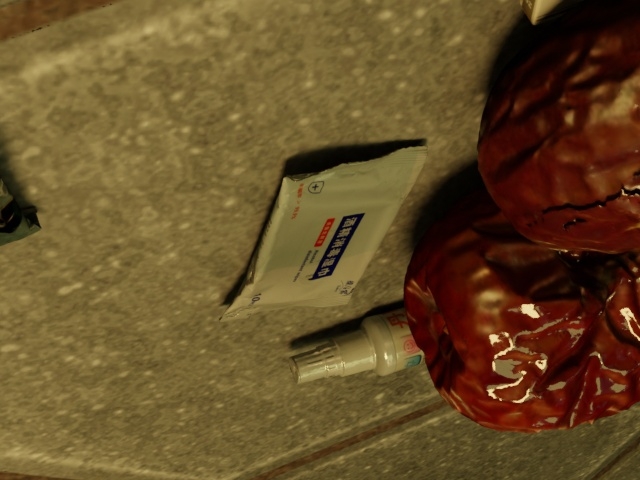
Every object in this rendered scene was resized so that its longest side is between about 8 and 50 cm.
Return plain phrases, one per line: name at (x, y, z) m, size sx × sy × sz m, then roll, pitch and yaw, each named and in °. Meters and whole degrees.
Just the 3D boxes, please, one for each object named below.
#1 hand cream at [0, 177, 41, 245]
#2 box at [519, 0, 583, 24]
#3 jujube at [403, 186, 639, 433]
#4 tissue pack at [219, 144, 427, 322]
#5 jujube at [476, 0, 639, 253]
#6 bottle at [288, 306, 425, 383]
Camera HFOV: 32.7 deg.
hand cream at (-0.215, -0.061, 0.601) m, size 0.075 × 0.052 × 0.248 m, roll 2°, pitch 152°, yaw -1°
box at (0.180, -0.220, 0.651) m, size 0.109 × 0.029 × 0.198 m, roll -21°, pitch 149°, yaw -8°
jujube at (0.190, 0.047, 0.888) m, size 0.232 × 0.213 × 0.213 m, roll -18°, pitch 149°, yaw -14°
tissue pack at (0.000, 0.000, 0.856) m, size 0.123 × 0.026 × 0.193 m, roll -7°, pitch 145°, yaw -29°
jujube at (0.222, -0.088, 0.718) m, size 0.183 × 0.183 × 0.243 m, roll 4°, pitch 165°, yaw -40°
bottle at (0.076, 0.093, 1.021) m, size 0.217 × 0.060 × 0.060 m, roll -15°, pitch 148°, yaw -19°
